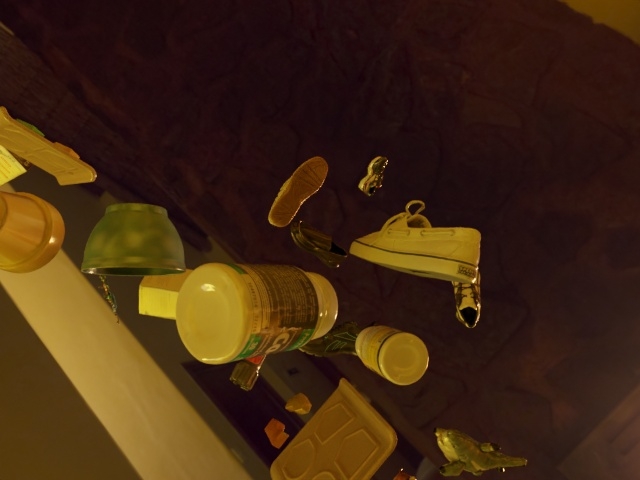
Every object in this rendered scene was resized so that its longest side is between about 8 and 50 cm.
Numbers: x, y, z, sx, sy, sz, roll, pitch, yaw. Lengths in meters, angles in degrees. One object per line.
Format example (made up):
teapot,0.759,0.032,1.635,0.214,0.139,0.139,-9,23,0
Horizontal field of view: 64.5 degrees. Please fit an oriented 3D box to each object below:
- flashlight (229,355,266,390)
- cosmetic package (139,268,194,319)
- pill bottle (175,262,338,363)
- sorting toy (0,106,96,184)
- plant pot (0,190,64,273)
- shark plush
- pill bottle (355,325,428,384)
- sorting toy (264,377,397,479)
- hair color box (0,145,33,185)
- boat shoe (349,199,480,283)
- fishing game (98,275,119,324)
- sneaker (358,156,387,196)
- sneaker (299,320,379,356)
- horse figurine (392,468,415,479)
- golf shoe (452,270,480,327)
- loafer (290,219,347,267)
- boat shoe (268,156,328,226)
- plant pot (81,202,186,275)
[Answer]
flashlight,-0.209,0.353,1.744,0.304,0.103,0.103,-61,9,-28
cosmetic package,-0.601,0.203,2.003,0.151,0.183,0.151,-85,7,-58
pill bottle,-0.124,0.154,1.145,0.361,0.204,0.204,6,-55,-56
sorting toy,-0.584,-0.192,1.045,0.208,0.193,0.038,42,-119,-40
plant pot,-0.961,-0.043,1.546,0.254,0.254,0.239,-44,-10,-10
shark plush,0.244,0.327,0.764,0.067,0.161,0.073,-58,8,37
pill bottle,0.164,0.270,1.231,0.119,0.119,0.208,-43,8,-12
sorting toy,0.001,0.363,0.906,0.229,0.041,0.307,-52,23,-6
hair color box,-0.844,-0.204,1.340,0.167,0.093,0.053,-16,33,27
boat shoe,0.206,-0.009,1.138,0.135,0.367,0.156,20,-97,-29
fishing game,-0.813,0.186,1.919,0.041,0.264,0.189,-17,11,-22
sneaker,0.222,-0.247,1.994,0.072,0.077,0.178,-8,-39,-33
sneaker,0.058,0.296,1.545,0.101,0.267,0.106,-161,74,-79
horse figurine,0.183,0.691,1.207,0.174,0.066,0.263,-7,51,58
golf shoe,0.382,0.130,1.308,0.077,0.198,0.094,-10,12,10
loafer,0.000,0.000,1.557,0.078,0.080,0.220,-31,-51,32
boat shoe,-0.086,-0.167,1.689,0.277,0.098,0.096,-51,20,-11
plant pot,-0.551,-0.002,1.519,0.293,0.293,0.196,22,-114,-70
